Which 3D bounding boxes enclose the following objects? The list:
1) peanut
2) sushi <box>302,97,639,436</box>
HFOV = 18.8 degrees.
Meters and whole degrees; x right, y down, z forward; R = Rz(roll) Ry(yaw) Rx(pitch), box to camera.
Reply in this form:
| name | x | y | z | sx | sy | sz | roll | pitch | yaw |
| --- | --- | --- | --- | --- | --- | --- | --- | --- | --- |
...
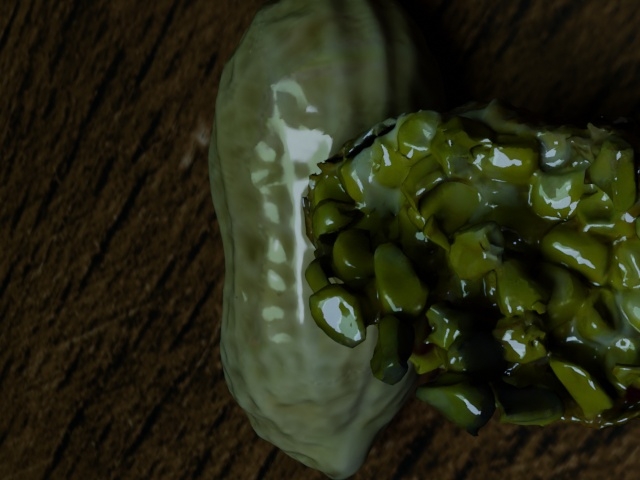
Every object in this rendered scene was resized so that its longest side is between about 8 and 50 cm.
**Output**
| name | x | y | z | sx | sy | sz | roll | pitch | yaw |
| --- | --- | --- | --- | --- | --- | --- | --- | --- | --- |
| peanut | 0.000 | 0.000 | 1.183 | 0.153 | 0.140 | 0.325 | 35 | 130 | 48 |
| sushi | 0.118 | 0.013 | 1.007 | 0.296 | 0.179 | 0.167 | 36 | 103 | 24 |
